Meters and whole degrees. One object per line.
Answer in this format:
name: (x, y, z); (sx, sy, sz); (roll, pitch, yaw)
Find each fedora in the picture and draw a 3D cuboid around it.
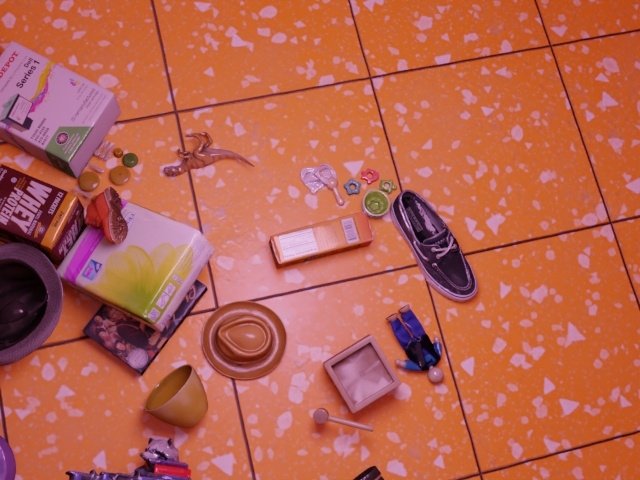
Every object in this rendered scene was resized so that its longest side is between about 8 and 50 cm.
fedora: (-0.171, 0.219, 1.763); (0.195, 0.079, 0.194); (1, 75, -5)
fedora: (-0.667, 0.143, 1.705); (0.275, 0.124, 0.243); (-43, 80, -3)

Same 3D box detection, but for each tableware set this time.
tableware set: (-0.504, -0.155, 1.859); (0.104, 0.024, 0.154); (27, 73, -2)

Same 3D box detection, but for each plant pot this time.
plant pot: (-0.299, 0.349, 1.701); (0.134, 0.134, 0.095); (-44, 110, -15)

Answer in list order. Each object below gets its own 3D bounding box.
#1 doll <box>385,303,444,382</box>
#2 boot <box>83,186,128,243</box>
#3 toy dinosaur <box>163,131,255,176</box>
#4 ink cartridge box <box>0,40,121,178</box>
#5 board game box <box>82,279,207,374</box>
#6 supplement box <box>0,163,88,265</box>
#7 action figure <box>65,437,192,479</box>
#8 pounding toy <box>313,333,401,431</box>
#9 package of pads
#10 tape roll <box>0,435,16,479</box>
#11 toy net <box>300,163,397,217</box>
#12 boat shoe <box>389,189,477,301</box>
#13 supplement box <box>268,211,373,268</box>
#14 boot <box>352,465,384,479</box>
doll: (0.222, 0.248, 1.814); (0.129, 0.046, 0.189); (-31, 87, -22)
boot: (-0.468, -0.039, 1.698); (0.085, 0.059, 0.158); (-30, 47, 6)
toy dinosaur: (-0.272, -0.206, 1.885); (0.212, 0.064, 0.112); (-14, 95, 0)
ink cartridge box: (-0.644, -0.305, 1.833); (0.278, 0.117, 0.201); (28, 74, 2)
board game box: (-0.394, 0.157, 1.775); (0.165, 0.042, 0.243); (34, 74, 4)
supplement box: (-0.635, -0.052, 1.728); (0.194, 0.191, 0.129); (23, 73, 0)
action figure: (-0.387, 0.559, 1.605); (0.341, 0.179, 0.330); (26, 67, -24)
pounding toy: (0.072, 0.340, 1.756); (0.206, 0.094, 0.181); (-31, 85, -4)
package of pads: (-0.402, 0.042, 1.718); (0.297, 0.101, 0.229); (21, 70, 29)
tape roll: (-0.740, 0.483, 1.632); (0.189, 0.080, 0.188); (2, 76, -6)
toy net: (0.067, -0.141, 1.903); (0.232, 0.045, 0.122); (23, 74, 1)
boat shoe: (0.274, 0.009, 1.854); (0.108, 0.102, 0.301); (-29, 80, -13)
supplement box: (0.000, 0.000, 1.842); (0.234, 0.078, 0.080); (-13, 80, -9)
boot: (0.082, 0.603, 1.694); (0.198, 0.077, 0.137); (-35, 86, -12)
